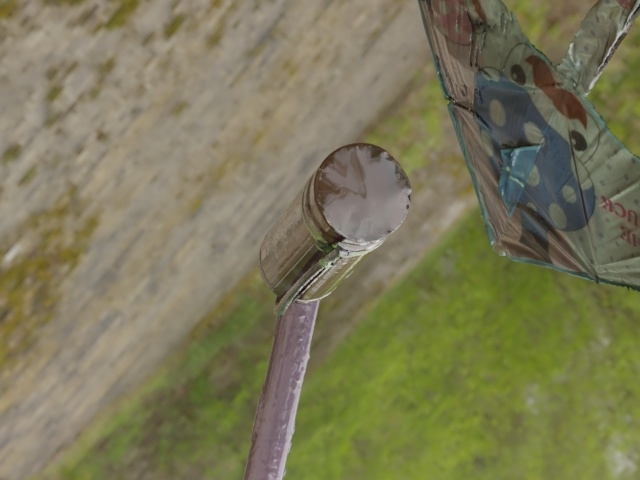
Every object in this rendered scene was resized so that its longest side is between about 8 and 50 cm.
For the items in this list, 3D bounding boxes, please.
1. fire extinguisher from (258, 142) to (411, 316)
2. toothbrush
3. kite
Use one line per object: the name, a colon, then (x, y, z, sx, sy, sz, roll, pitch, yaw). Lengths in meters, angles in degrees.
fire extinguisher: (0.000, 0.000, 0.718, 0.158, 0.043, 0.064, 130, -18, -71)
toothbrush: (-0.033, 0.133, 0.895, 0.029, 0.024, 0.354, 96, 5, -67)
kite: (0.133, -0.077, 0.908, 0.011, 0.335, 0.314, -27, 157, -24)
